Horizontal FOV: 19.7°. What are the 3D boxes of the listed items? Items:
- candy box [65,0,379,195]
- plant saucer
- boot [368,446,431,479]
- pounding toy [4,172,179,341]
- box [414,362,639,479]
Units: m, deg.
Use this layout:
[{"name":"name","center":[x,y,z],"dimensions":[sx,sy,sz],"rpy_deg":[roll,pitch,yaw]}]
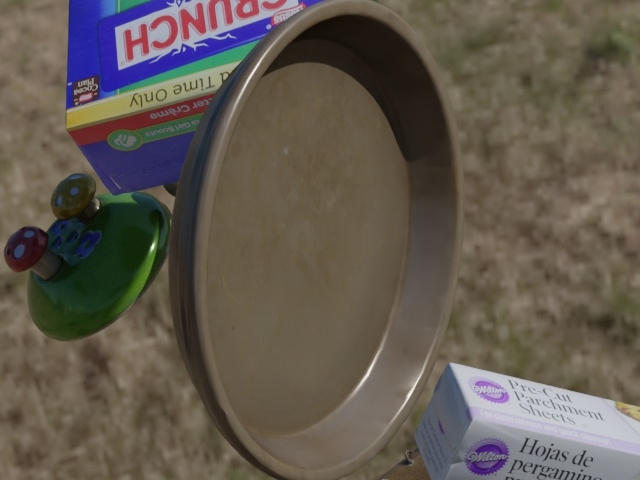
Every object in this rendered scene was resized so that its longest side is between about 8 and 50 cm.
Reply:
[{"name":"candy box","center":[-0.086,-0.224,1.644],"dimensions":[0.268,0.122,0.317],"rpy_deg":[-13,57,15]},{"name":"plant saucer","center":[0.000,0.000,1.052],"dimensions":[0.041,0.278,0.278],"rpy_deg":[8,33,33]},{"name":"boot","center":[0.098,0.232,1.717],"dimensions":[0.305,0.115,0.112],"rpy_deg":[-4,-11,21]},{"name":"pounding toy","center":[-0.232,-0.010,1.865],"dimensions":[0.237,0.110,0.183],"rpy_deg":[-24,39,29]},{"name":"box","center":[0.223,0.155,1.223],"dimensions":[0.324,0.063,0.067],"rpy_deg":[15,25,-19]}]
